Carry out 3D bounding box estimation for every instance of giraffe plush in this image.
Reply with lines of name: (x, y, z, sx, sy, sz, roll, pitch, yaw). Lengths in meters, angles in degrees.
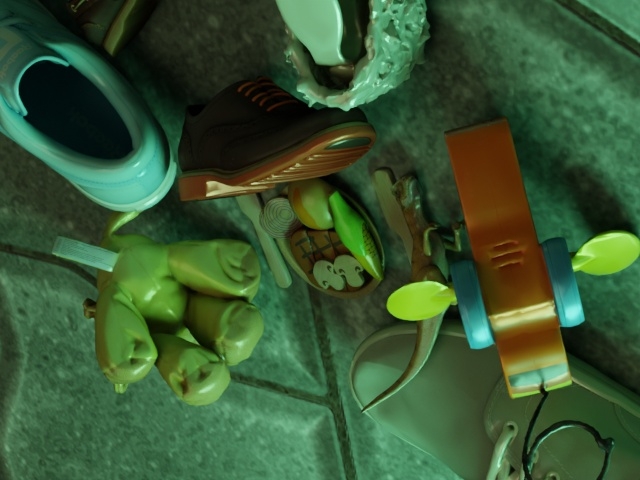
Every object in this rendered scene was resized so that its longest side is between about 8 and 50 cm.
giraffe plush: (-0.165, 0.074, 1.766, 0.210, 0.181, 0.170, 32, 159, 3)

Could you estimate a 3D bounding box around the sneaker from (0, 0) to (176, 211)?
sneaker: (-0.281, -0.171, 1.654, 0.366, 0.135, 0.150, 34, 169, 3)

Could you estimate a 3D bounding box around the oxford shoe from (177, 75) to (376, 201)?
oxford shoe: (-0.050, -0.095, 1.553, 0.271, 0.097, 0.098, -10, 88, 55)

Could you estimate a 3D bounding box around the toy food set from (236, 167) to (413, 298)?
toy food set: (0.000, 0.000, 1.640, 0.192, 0.038, 0.132, -5, 116, 43)

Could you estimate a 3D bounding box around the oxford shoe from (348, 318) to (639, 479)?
oxford shoe: (0.203, 0.195, 1.547, 0.449, 0.130, 0.169, 25, 135, 27)

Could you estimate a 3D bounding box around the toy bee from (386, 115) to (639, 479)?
toy bee: (0.150, 0.062, 1.455, 0.195, 0.298, 0.162, 7, 167, 10)

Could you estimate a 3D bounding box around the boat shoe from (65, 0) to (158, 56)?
boat shoe: (-0.167, -0.238, 1.579, 0.073, 0.073, 0.207, 45, 139, 0)

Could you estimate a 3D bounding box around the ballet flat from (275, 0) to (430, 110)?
ballet flat: (0.002, -0.279, 1.359, 0.147, 0.147, 0.409, 9, 125, 36)

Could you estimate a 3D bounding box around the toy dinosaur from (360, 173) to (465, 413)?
toy dinosaur: (0.098, 0.048, 1.566, 0.112, 0.064, 0.211, 5, 97, 37)
